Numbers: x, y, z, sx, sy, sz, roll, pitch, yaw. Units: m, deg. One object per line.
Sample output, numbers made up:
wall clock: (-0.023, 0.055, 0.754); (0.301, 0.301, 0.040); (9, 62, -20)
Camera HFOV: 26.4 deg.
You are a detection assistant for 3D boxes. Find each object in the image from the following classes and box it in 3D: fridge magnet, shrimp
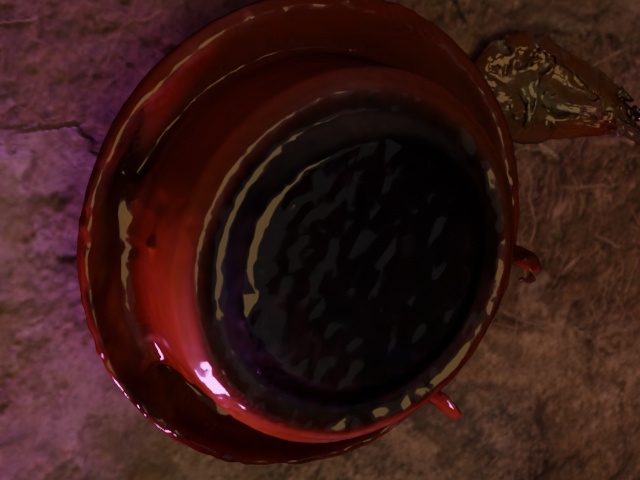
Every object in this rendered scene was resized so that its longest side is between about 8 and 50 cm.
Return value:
fridge magnet: (0.000, 0.000, 1.002); (0.363, 0.155, 0.363); (-8, 109, -26)
shrimp: (0.201, -0.118, 1.142); (0.184, 0.043, 0.091); (13, 107, -24)
